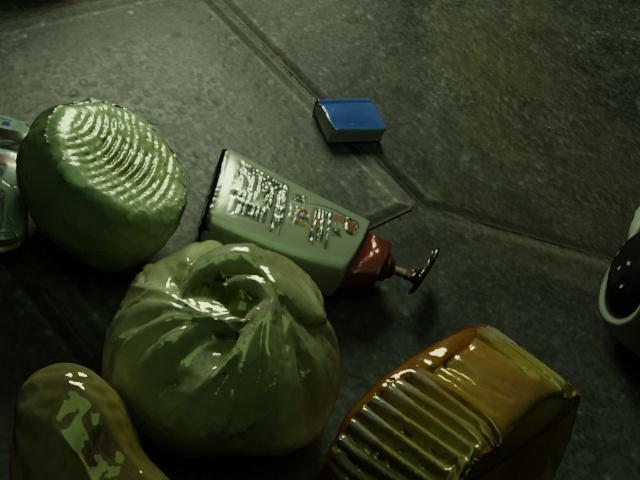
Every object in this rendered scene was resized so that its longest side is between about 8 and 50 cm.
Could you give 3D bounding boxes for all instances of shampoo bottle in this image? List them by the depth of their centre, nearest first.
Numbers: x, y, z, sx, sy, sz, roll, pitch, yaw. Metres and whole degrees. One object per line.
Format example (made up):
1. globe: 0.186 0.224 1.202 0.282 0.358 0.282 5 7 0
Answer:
1. shampoo bottle: 0.000 0.000 1.240 0.284 0.071 0.153 21 42 -8

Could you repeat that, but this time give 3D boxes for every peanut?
1. peanut: -0.183 0.230 0.909 0.125 0.111 0.274 -34 69 -9

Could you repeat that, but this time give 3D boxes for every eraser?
1. eraser: 0.039 -0.162 1.435 0.085 0.027 0.063 -5 53 -28

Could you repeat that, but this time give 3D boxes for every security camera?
1. security camera: 0.448 0.051 1.312 0.194 0.194 0.236 35 47 9

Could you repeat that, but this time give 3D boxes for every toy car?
1. toy car: -0.354 -0.068 1.149 0.095 0.056 0.205 10 48 -16

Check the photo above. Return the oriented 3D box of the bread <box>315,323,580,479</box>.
1. bread: 0.118 0.202 1.031 0.156 0.204 0.288 31 38 30

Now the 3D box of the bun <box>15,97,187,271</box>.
1. bun: -0.238 -0.057 1.139 0.195 0.118 0.195 30 37 -25

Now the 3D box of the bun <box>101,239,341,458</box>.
1. bun: -0.086 0.098 1.045 0.259 0.160 0.259 15 44 -15
